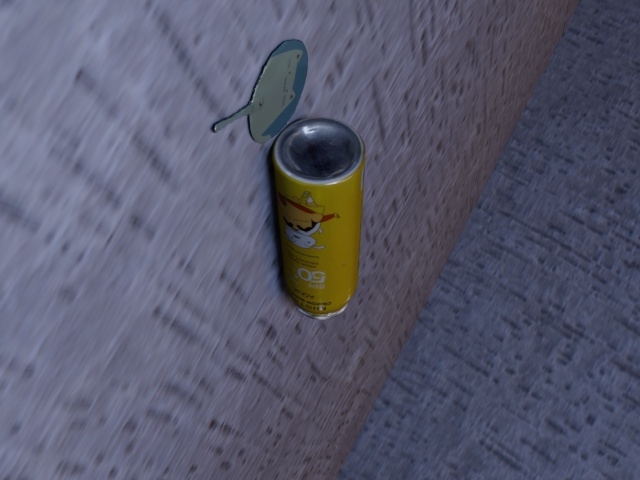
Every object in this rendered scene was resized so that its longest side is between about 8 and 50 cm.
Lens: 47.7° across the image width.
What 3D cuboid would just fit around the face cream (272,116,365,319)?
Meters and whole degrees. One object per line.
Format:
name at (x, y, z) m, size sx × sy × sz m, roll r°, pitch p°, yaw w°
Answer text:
face cream at (0.000, 0.000, 0.929) m, size 0.105 × 0.105 × 0.349 m, roll -54°, pitch 160°, yaw -29°

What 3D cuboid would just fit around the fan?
fan at (-0.057, -0.141, 0.731) m, size 0.175 × 0.005 × 0.113 m, roll -45°, pitch 155°, yaw -50°
